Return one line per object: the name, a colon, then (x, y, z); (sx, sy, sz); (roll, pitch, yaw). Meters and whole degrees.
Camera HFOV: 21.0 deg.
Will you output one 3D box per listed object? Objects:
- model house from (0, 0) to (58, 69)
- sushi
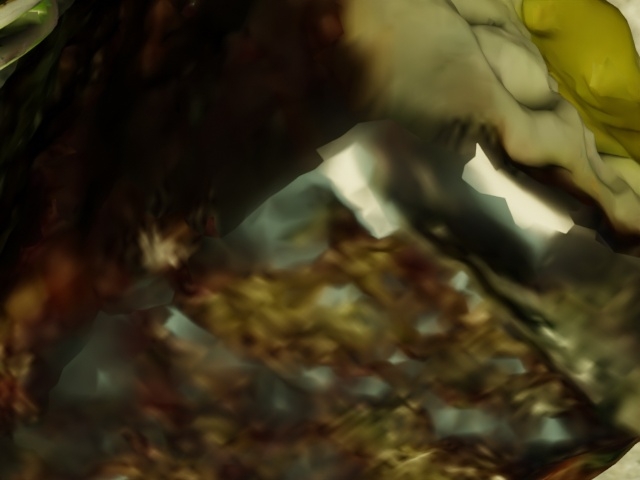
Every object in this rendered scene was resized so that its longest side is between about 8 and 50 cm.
model house: (-0.200, -0.130, 0.603); (0.207, 0.294, 0.154); (-20, 109, 7)
sushi: (-0.003, 0.000, 0.710); (0.281, 0.299, 0.294); (39, 115, -12)
